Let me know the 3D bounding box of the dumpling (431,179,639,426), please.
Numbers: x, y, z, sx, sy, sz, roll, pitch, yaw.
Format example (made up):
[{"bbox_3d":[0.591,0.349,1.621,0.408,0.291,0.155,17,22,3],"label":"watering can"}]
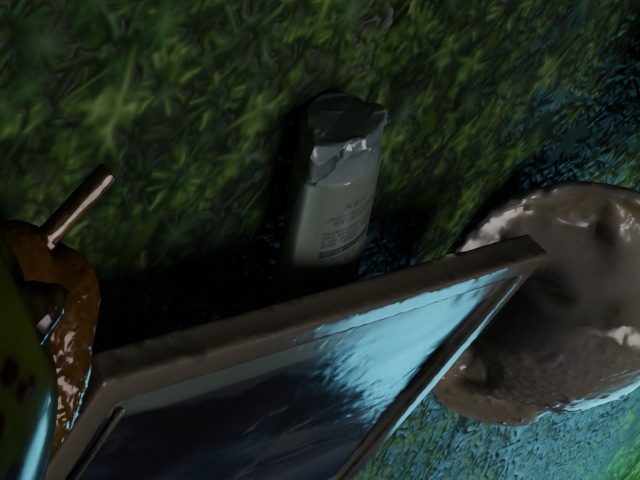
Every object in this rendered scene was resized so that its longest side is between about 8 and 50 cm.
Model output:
[{"bbox_3d":[0.192,0.062,1.175,0.227,0.175,0.243,18,95,-31],"label":"dumpling"}]

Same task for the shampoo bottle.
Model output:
[{"bbox_3d":[0.000,0.000,0.898,0.072,0.049,0.212,-26,145,-33],"label":"shampoo bottle"}]

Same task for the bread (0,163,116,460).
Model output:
[{"bbox_3d":[-0.208,0.100,0.652,0.124,0.084,0.344,44,79,-30],"label":"bread"}]

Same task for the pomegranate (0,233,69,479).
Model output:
[{"bbox_3d":[-0.214,0.068,0.503,0.263,0.211,0.211,-24,151,0],"label":"pomegranate"}]

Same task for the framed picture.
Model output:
[{"bbox_3d":[-0.056,0.141,0.936,0.446,0.028,0.326,-14,148,-50],"label":"framed picture"}]
